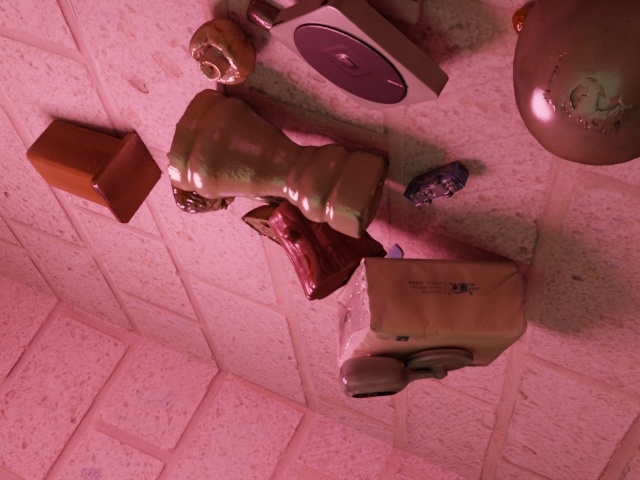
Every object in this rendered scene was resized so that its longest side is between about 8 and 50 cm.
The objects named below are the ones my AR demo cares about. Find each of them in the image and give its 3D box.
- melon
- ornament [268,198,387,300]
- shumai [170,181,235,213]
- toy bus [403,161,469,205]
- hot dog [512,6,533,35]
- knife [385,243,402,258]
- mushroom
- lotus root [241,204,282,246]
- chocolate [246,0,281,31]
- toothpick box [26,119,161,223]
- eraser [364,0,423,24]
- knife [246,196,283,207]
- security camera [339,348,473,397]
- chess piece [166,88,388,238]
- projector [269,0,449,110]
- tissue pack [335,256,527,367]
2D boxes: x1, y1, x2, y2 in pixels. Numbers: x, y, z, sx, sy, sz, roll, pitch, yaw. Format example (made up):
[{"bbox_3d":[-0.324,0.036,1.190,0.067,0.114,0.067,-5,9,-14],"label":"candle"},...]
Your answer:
[{"bbox_3d":[0.405,-0.252,1.236,0.269,0.268,0.330,28,146,3],"label":"melon"},{"bbox_3d":[0.000,0.000,2.086,0.235,0.221,0.217,-43,73,41],"label":"ornament"},{"bbox_3d":[-0.286,-0.160,2.284,0.184,0.184,0.142,27,-175,4],"label":"shumai"},{"bbox_3d":[0.240,-0.116,1.868,0.051,0.061,0.153,41,150,-20],"label":"toy bus"},{"bbox_3d":[0.392,-0.294,1.419,0.216,0.047,0.066,35,150,-13],"label":"hot dog"},{"bbox_3d":[0.176,0.085,2.345,0.045,0.019,0.313,28,152,8],"label":"knife"},{"bbox_3d":[-0.193,-0.372,1.787,0.148,0.112,0.148,19,144,14],"label":"mushroom"},{"bbox_3d":[-0.094,-0.040,2.271,0.204,0.077,0.183,13,161,44],"label":"lotus root"},{"bbox_3d":[-0.098,-0.415,1.707,0.101,0.031,0.064,29,158,-2],"label":"chocolate"},{"bbox_3d":[-0.627,-0.203,2.449,0.308,0.190,0.187,18,154,29],"label":"toothpick box"},{"bbox_3d":[0.097,-0.458,1.430,0.157,0.038,0.230,23,152,12],"label":"eraser"},{"bbox_3d":[-0.109,-0.091,2.305,0.293,0.019,0.043,18,153,19],"label":"knife"},{"bbox_3d":[0.192,0.297,1.997,0.302,0.080,0.157,-7,157,3],"label":"security camera"},{"bbox_3d":[-0.085,-0.154,1.945,0.442,0.234,0.234,20,153,9],"label":"chess piece"},{"bbox_3d":[0.068,-0.338,1.595,0.259,0.079,0.257,36,167,-24],"label":"projector"},{"bbox_3d":[0.244,0.171,2.061,0.381,0.207,0.297,1,156,-11],"label":"tissue pack"}]
